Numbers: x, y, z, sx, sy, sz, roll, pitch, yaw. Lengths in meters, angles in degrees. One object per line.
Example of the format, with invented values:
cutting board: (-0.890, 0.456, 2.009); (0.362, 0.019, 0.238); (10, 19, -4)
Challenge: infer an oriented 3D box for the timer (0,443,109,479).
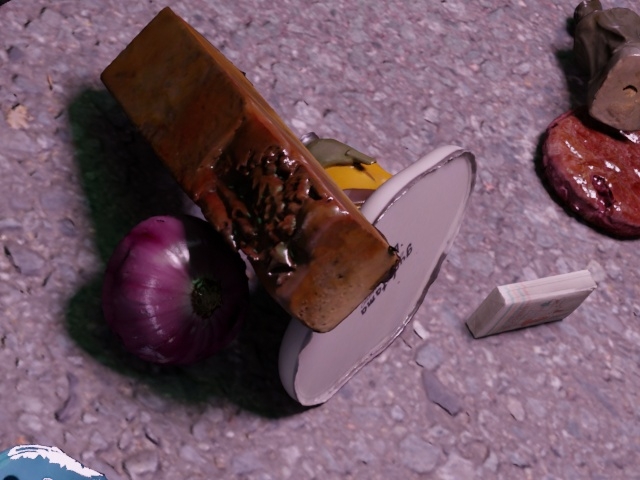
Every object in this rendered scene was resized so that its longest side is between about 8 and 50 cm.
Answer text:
timer: (-0.153, 0.276, 1.058); (0.232, 0.091, 0.250); (33, 55, -22)

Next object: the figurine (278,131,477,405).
figurine: (0.000, 0.000, 1.384); (0.141, 0.167, 0.250); (28, 51, 22)

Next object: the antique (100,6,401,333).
antique: (-0.057, -0.057, 1.326); (0.093, 0.087, 0.310); (40, 8, -44)

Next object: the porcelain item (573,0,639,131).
porcelain item: (0.285, -0.191, 1.732); (0.069, 0.081, 0.216); (20, 27, -15)

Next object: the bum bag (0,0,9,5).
bum bag: (-0.335, -0.279, 1.464); (0.232, 0.060, 0.107); (38, 34, 1)

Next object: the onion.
onion: (-0.109, 0.037, 1.304); (0.115, 0.104, 0.115); (1, 89, -43)

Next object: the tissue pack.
tissue pack: (0.178, 0.053, 1.489); (0.108, 0.056, 0.023); (-8, 59, -37)

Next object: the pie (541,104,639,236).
pie: (0.272, -0.067, 1.668); (0.153, 0.038, 0.154); (19, 43, -19)
